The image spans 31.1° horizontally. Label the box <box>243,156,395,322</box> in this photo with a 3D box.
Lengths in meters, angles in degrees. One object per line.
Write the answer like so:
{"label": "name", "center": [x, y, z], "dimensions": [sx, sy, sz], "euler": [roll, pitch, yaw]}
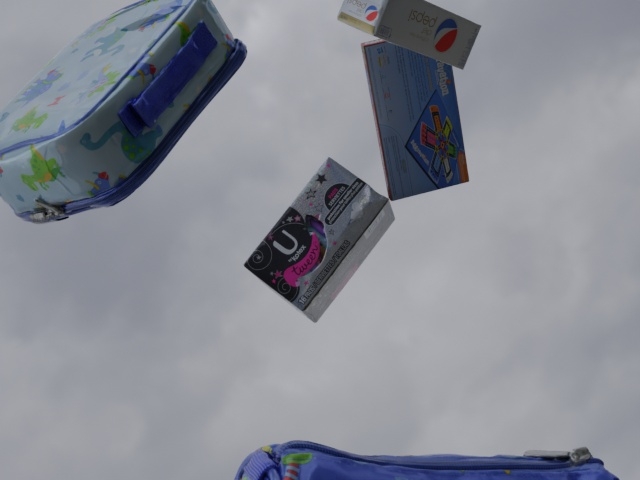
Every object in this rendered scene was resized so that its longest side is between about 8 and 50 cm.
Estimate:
{"label": "box", "center": [0.000, 0.000, 2.049], "dimensions": [0.247, 0.142, 0.163], "euler": [-53, -14, -5]}

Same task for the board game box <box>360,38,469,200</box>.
{"label": "board game box", "center": [0.163, -0.214, 1.958], "dimensions": [0.145, 0.027, 0.281], "euler": [-14, -66, -5]}

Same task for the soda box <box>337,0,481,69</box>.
{"label": "soda box", "center": [0.122, -0.291, 1.543], "dimensions": [0.216, 0.074, 0.069], "euler": [9, -72, -51]}

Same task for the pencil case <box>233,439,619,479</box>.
{"label": "pencil case", "center": [0.081, 0.206, 0.813], "dimensions": [0.306, 0.119, 0.133], "euler": [6, -87, -20]}

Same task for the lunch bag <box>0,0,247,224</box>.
{"label": "lunch bag", "center": [-0.171, -0.112, 0.948], "dimensions": [0.090, 0.176, 0.219], "euler": [54, -133, -26]}
